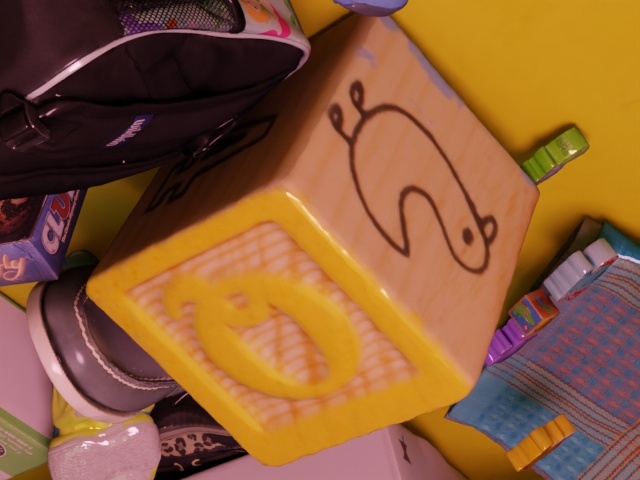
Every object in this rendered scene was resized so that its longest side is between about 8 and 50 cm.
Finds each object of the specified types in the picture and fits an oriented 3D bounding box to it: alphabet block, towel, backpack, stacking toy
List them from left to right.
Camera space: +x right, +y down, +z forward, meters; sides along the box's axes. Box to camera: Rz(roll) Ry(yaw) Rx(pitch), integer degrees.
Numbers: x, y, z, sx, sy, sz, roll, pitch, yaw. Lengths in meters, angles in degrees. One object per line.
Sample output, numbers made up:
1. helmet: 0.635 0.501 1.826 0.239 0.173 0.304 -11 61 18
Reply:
1. backpack: -0.140 -0.124 0.911 0.225 0.191 0.253 -28 166 36
2. alphabet block: 0.000 0.000 1.007 0.193 0.197 0.192 -28 116 39
3. stacking toy: 0.165 0.045 1.096 0.167 0.052 0.221 55 132 15
4. towel: 0.295 0.163 1.181 0.370 0.040 0.271 35 138 5

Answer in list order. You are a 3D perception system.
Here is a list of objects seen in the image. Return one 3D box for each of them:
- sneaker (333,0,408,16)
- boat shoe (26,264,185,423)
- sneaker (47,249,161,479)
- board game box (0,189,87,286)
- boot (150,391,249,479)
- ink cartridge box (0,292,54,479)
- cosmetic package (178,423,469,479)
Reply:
1. sneaker: -0.001 -0.212 0.889 0.082 0.069 0.209 -27 127 31
2. boat shoe: -0.103 0.056 1.103 0.099 0.116 0.319 -26 170 15
3. sneaker: -0.182 0.113 1.255 0.091 0.126 0.240 -3 122 -14
4. board game box: -0.279 -0.033 1.084 0.243 0.165 0.042 -8 136 20
5. boot: -0.070 0.175 1.350 0.236 0.085 0.178 -11 142 19
6. ink cartridge box: -0.370 0.135 1.336 0.273 0.115 0.198 -27 127 36
7. cosmetic package: -0.091 0.322 1.345 0.453 0.161 0.230 -23 148 15
